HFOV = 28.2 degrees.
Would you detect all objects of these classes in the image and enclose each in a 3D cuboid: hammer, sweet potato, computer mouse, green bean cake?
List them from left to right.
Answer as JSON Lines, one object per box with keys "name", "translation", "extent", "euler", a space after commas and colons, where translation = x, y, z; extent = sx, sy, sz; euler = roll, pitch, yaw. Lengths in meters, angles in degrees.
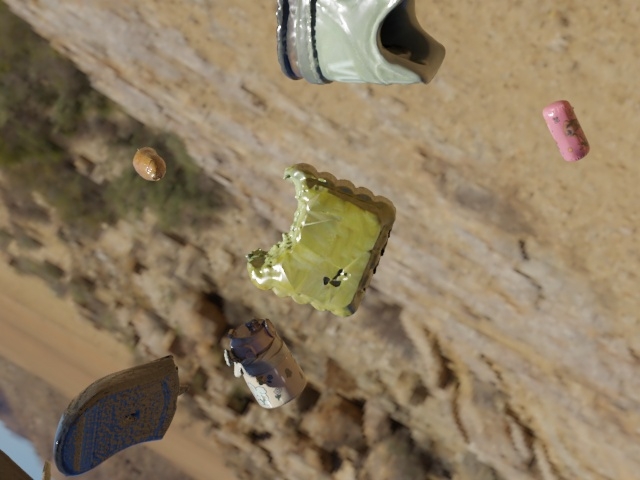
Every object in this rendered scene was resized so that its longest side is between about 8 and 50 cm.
{"name": "computer mouse", "translation": [-0.307, 0.249, 1.897], "extent": [0.088, 0.147, 0.264], "euler": [33, -150, 33]}
{"name": "sweet potato", "translation": [-0.327, -0.151, 2.409], "extent": [0.056, 0.056, 0.195], "euler": [34, -173, -22]}
{"name": "green bean cake", "translation": [0.000, 0.000, 2.291], "extent": [0.233, 0.236, 0.124], "euler": [22, -173, 1]}
{"name": "hammer", "translation": [0.323, -0.144, 1.667], "extent": [0.083, 0.043, 0.043], "euler": [61, 159, -13]}

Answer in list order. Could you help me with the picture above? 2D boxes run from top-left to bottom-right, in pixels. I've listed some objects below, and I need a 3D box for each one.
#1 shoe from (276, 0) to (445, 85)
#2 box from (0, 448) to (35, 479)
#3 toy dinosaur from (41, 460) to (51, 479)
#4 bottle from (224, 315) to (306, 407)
{"name": "shoe", "translation": [0.047, -0.246, 0.945], "extent": [0.149, 0.109, 0.292], "euler": [13, 123, 17]}
{"name": "box", "translation": [-0.398, 0.284, 1.314], "extent": [0.350, 0.058, 0.211], "euler": [38, -146, 10]}
{"name": "toy dinosaur", "translation": [-0.401, 0.383, 1.764], "extent": [0.200, 0.072, 0.251], "euler": [25, -148, 28]}
{"name": "bottle", "translation": [-0.096, 0.193, 2.089], "extent": [0.099, 0.099, 0.152], "euler": [11, 137, 56]}
